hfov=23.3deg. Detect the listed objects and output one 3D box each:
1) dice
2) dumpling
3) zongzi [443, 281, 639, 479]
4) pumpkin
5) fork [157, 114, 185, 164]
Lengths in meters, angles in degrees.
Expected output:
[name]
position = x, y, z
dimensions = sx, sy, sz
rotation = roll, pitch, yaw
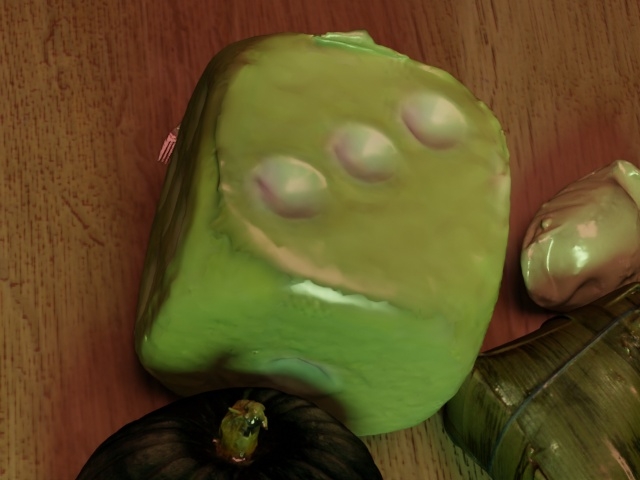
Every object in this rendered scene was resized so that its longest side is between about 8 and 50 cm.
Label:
[dice]
position = 0.000, 0.000, 1.241
dimensions = 0.252, 0.254, 0.249
rotation = 14, 60, -13
[dumpling]
position = 0.251, 0.017, 1.426
dimensions = 0.134, 0.100, 0.169
rotation = 65, 34, -20
[zongzi]
position = 0.267, 0.163, 1.254
dimensions = 0.251, 0.125, 0.274
rotation = -25, 47, -17
[pumpkin]
position = -0.063, 0.204, 1.127
dimensions = 0.250, 0.216, 0.250
rotation = 8, 25, -4
[fork]
position = -0.120, -0.114, 1.411
dimensions = 0.016, 0.012, 0.115
rotation = 31, 54, -8
